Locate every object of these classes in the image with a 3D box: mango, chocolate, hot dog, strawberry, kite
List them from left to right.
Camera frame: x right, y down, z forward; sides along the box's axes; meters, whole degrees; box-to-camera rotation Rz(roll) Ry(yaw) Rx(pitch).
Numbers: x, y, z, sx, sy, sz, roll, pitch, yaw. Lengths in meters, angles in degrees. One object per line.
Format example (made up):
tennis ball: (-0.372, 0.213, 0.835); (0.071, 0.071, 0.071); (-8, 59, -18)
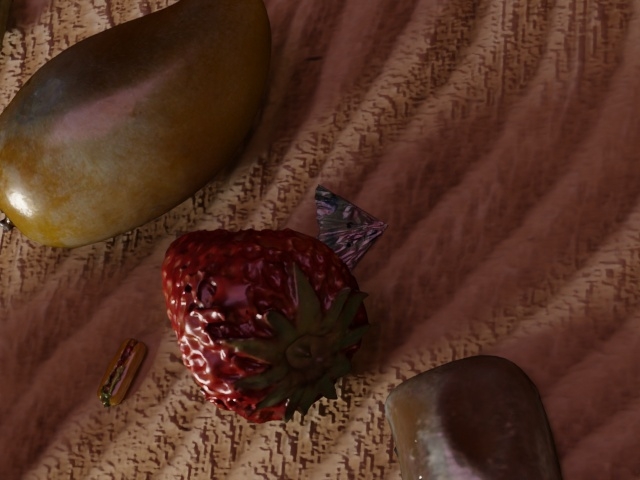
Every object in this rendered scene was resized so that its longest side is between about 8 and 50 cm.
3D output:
hot dog: (-0.222, 0.145, 1.520); (0.037, 0.021, 0.083); (15, 74, 32)
mango: (-0.206, -0.140, 1.533); (0.384, 0.199, 0.221); (-42, 55, 2)
strawberry: (-0.081, 0.068, 1.390); (0.244, 0.205, 0.205); (30, 83, 45)
kite: (0.000, 0.000, 1.483); (0.156, 0.011, 0.139); (-11, 61, 22)
chocolate: (0.140, 0.220, 1.269); (0.161, 0.083, 0.261); (-24, 59, 13)

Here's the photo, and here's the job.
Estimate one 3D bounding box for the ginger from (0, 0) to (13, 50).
ginger: (-0.498, -0.291, 1.824); (0.213, 0.074, 0.137); (5, 61, 24)
